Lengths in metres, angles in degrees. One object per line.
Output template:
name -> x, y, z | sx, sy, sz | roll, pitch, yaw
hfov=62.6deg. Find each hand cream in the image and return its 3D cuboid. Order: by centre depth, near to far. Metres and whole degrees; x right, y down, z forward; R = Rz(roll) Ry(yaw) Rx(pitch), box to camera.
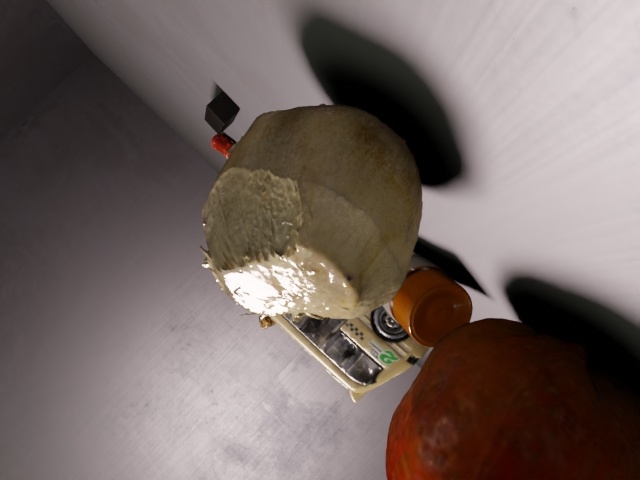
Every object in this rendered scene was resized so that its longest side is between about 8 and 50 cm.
hand cream -> 0.096, 0.033, 0.753 | 0.140, 0.089, 0.314 | 41, -175, -22

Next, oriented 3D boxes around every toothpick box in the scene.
toothpick box -> -0.236, -0.234, 1.329 | 0.083, 0.047, 0.047 | 39, 173, 37

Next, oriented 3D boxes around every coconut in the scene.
coconut -> 0.000, -0.030, 0.460 | 0.194, 0.194, 0.194 | 44, 175, 5

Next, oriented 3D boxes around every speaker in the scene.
speaker -> -0.187, -0.235, 0.984 | 0.046, 0.040, 0.191 | 46, 175, -13

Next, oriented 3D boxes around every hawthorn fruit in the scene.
hawthorn fruit -> 0.189, 0.210, 0.513 | 0.259, 0.261, 0.258 | 6, 167, 1

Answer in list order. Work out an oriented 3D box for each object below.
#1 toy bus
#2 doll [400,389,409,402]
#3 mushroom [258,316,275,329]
toy bus -> 0.018, 0.097, 0.935 | 0.365, 0.201, 0.177 | 42, -165, 10
doll -> 0.294, 0.382, 1.132 | 0.247, 0.247, 0.349 | 43, -173, 11
mushroom -> -0.079, 0.106, 1.564 | 0.233, 0.302, 0.207 | 160, 88, -78
